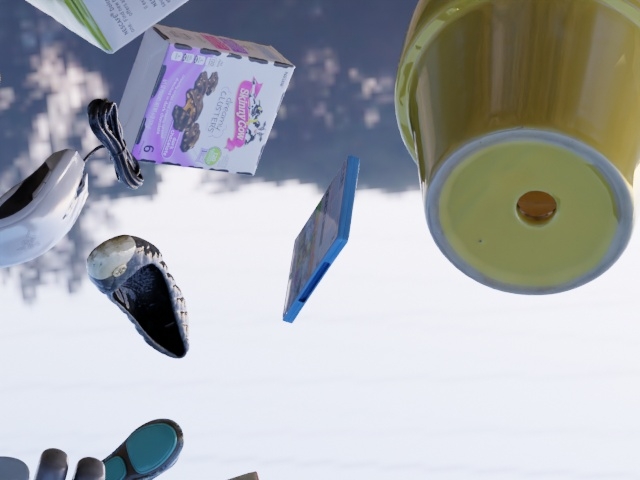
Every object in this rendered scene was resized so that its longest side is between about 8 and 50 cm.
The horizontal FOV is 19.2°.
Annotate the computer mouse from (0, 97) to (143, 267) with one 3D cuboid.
[{"bbox_3d":[-0.227,-0.040,1.687,0.042,0.106,0.193,20,-129,28],"label":"computer mouse"}]

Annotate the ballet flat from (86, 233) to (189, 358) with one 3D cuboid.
[{"bbox_3d":[-0.139,0.043,1.519,0.057,0.049,0.173,-33,150,1],"label":"ballet flat"}]

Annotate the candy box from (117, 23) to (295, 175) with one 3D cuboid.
[{"bbox_3d":[-0.152,-0.179,2.432,0.196,0.165,0.070,6,-156,-37],"label":"candy box"}]

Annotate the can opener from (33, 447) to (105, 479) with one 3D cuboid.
[{"bbox_3d":[-0.280,0.329,1.883,0.074,0.280,0.093,13,-157,-11],"label":"can opener"}]

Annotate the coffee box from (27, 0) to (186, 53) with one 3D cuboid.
[{"bbox_3d":[-0.219,-0.442,1.861,0.334,0.338,0.337,-38,-148,-12],"label":"coffee box"}]

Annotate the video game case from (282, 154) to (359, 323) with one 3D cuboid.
[{"bbox_3d":[0.000,0.000,2.064,0.015,0.166,0.119,19,-130,-13],"label":"video game case"}]

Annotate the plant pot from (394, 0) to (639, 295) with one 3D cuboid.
[{"bbox_3d":[0.180,-0.087,1.545,0.254,0.254,0.239,-3,-145,13],"label":"plant pot"}]

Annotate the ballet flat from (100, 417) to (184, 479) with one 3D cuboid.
[{"bbox_3d":[-0.220,0.272,2.342,0.188,0.070,0.070,-32,174,33],"label":"ballet flat"}]

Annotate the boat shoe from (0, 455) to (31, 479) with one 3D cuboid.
[{"bbox_3d":[-0.446,0.330,2.395,0.183,0.065,0.083,-22,157,-1],"label":"boat shoe"}]

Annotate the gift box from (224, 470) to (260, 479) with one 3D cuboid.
[{"bbox_3d":[-0.104,0.359,1.545,0.255,0.258,0.276,-20,-153,-7],"label":"gift box"}]
